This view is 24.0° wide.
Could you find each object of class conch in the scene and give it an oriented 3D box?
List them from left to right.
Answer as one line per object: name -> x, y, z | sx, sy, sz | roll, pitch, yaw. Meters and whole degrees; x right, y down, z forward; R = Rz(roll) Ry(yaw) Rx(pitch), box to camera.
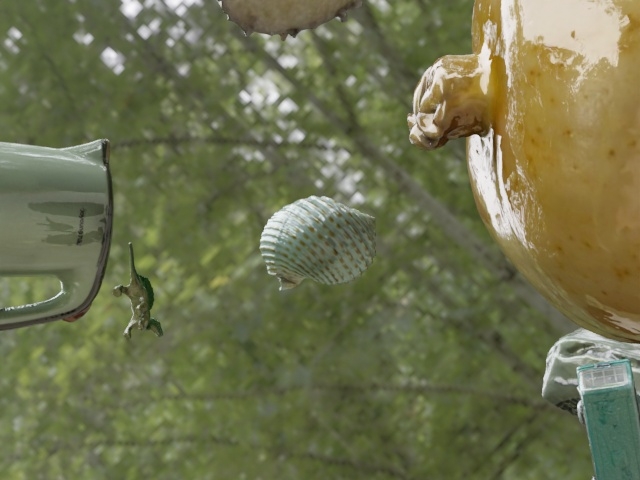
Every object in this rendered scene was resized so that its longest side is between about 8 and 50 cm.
conch -> 0.004, -0.004, 1.985 | 0.153, 0.135, 0.102 | -20, -19, -38

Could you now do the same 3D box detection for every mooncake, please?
mooncake -> 0.488, 0.215, 2.353 | 0.254, 0.250, 0.136 | -10, -73, -53

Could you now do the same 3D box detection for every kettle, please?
kettle -> -0.377, -0.009, 1.776 | 0.255, 0.165, 0.240 | 2, -79, -23

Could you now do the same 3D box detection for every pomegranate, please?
pomegranate -> 0.267, -0.107, 1.156 | 0.411, 0.411, 0.411 | -39, -21, -18

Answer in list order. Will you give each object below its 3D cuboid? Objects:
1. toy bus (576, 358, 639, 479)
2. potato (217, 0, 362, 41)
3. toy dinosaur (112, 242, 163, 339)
toy bus -> 0.401, 0.292, 2.026 | 0.091, 0.262, 0.109 | -11, 17, 11
potato -> -0.056, -0.400, 1.634 | 0.288, 0.237, 0.301 | -27, -48, -22
toy dinosaur -> -0.192, 0.055, 1.589 | 0.060, 0.029, 0.120 | -49, -48, -62
